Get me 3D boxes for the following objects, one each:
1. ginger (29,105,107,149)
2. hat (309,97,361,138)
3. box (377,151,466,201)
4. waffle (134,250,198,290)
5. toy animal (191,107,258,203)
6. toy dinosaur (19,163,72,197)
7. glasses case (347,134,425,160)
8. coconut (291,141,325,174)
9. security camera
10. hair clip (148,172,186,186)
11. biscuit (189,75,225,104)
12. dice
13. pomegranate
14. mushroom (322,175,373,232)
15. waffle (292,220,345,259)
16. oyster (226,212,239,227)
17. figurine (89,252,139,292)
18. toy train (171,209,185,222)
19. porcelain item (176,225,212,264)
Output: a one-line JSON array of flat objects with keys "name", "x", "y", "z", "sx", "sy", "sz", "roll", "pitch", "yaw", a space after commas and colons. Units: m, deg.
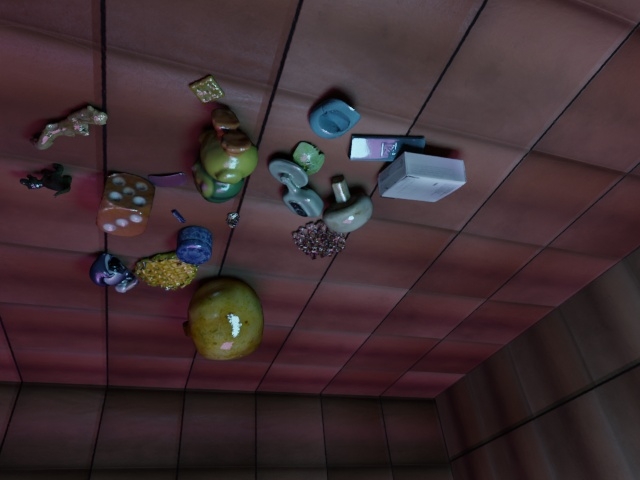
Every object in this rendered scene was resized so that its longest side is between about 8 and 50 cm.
[{"name": "ginger", "x": -0.810, "y": -0.355, "z": 1.501, "sx": 0.288, "sy": 0.075, "sz": 0.089, "roll": -22, "pitch": 144, "yaw": 13}, {"name": "hat", "x": 0.053, "y": -0.412, "z": 1.543, "sx": 0.138, "sy": 0.077, "sz": 0.191, "roll": 34, "pitch": 146, "yaw": -29}, {"name": "box", "x": 0.370, "y": -0.227, "z": 1.729, "sx": 0.252, "sy": 0.106, "sz": 0.203, "roll": 5, "pitch": 162, "yaw": -19}, {"name": "waffle", "x": -0.703, "y": 0.141, "z": 2.139, "sx": 0.262, "sy": 0.060, "sz": 0.280, "roll": 18, "pitch": 135, "yaw": -28}, {"name": "toy animal", "x": -0.315, "y": -0.266, "z": 1.581, "sx": 0.191, "sy": 0.216, "sz": 0.338, "roll": -14, "pitch": 154, "yaw": -36}, {"name": "toy dinosaur", "x": -0.936, "y": -0.175, "z": 1.615, "sx": 0.187, "sy": 0.178, "sz": 0.087, "roll": -9, "pitch": 141, "yaw": 7}, {"name": "glasses case", "x": 0.238, "y": -0.325, "z": 1.689, "sx": 0.266, "sy": 0.056, "sz": 0.105, "roll": -1, "pitch": 142, "yaw": -8}, {"name": "coconut", "x": -0.048, "y": -0.284, "z": 1.701, "sx": 0.133, "sy": 0.055, "sz": 0.158, "roll": -3, "pitch": 143, "yaw": -2}, {"name": "security camera", "x": -0.098, "y": -0.190, "z": 1.755, "sx": 0.157, "sy": 0.080, "sz": 0.301, "roll": 10, "pitch": 152, "yaw": 32}, {"name": "hair clip", "x": -0.565, "y": -0.223, "z": 1.732, "sx": 0.138, "sy": 0.022, "sz": 0.054, "roll": -4, "pitch": 139, "yaw": -3}, {"name": "biscuit", "x": -0.353, "y": -0.466, "z": 1.458, "sx": 0.083, "sy": 0.018, "sz": 0.081, "roll": -19, "pitch": 139, "yaw": 14}, {"name": "dice", "x": -0.710, "y": -0.127, "z": 1.713, "sx": 0.179, "sy": 0.174, "sz": 0.174, "roll": 12, "pitch": 138, "yaw": -27}, {"name": "pomegranate", "x": -0.456, "y": 0.386, "z": 2.209, "sx": 0.417, "sy": 0.416, "sz": 0.416, "roll": -4, "pitch": 142, "yaw": -3}, {"name": "mushroom", "x": 0.094, "y": -0.142, "z": 1.818, "sx": 0.208, "sy": 0.207, "sz": 0.215, "roll": -17, "pitch": 110, "yaw": 13}, {"name": "waffle", "x": 0.000, "y": 0.000, "z": 2.069, "sx": 0.221, "sy": 0.055, "sz": 0.234, "roll": -21, "pitch": 135, "yaw": 20}, {"name": "oyster", "x": -0.363, "y": -0.080, "z": 1.941, "sx": 0.054, "sy": 0.019, "sz": 0.083, "roll": 6, "pitch": 140, "yaw": -16}, {"name": "figurine", "x": -0.922, "y": 0.150, "z": 2.064, "sx": 0.146, "sy": 0.145, "sz": 0.222, "roll": -14, "pitch": 142, "yaw": 10}, {"name": "toy train", "x": -0.572, "y": -0.094, "z": 1.896, "sx": 0.017, "sy": 0.017, "sz": 0.083, "roll": -15, "pitch": 141, "yaw": 12}, {"name": "porcelain item", "x": -0.532, "y": 0.025, "z": 1.975, "sx": 0.147, "sy": 0.114, "sz": 0.147, "roll": -4, "pitch": 143, "yaw": -3}]
